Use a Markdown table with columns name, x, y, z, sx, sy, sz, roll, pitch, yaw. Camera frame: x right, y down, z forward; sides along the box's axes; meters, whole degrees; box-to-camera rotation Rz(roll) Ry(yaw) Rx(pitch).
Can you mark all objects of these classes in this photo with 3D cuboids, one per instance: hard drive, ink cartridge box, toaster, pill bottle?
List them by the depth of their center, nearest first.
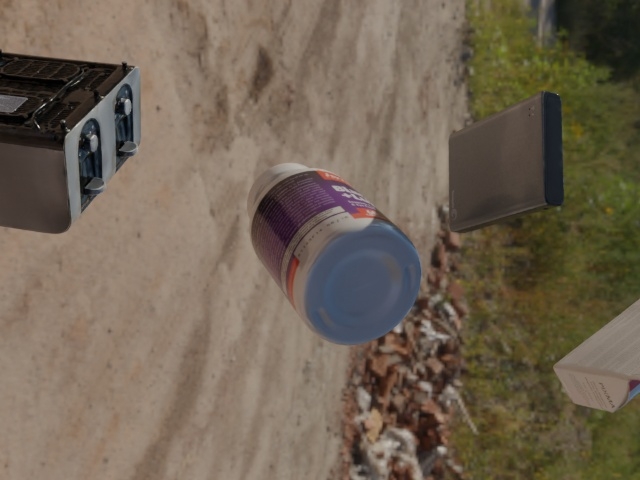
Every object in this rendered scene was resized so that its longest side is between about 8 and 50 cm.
| name | x | y | z | sx | sy | sz | roll | pitch | yaw |
| --- | --- | --- | --- | --- | --- | --- | --- | --- | --- |
| hard drive | 0.157 | -0.063 | 0.754 | 0.135 | 0.022 | 0.094 | 159 | -66 | -63 |
| pill bottle | 0.000 | 0.000 | 0.758 | 0.193 | 0.108 | 0.108 | -132 | -150 | -58 |
| toaster | -0.277 | -0.099 | 0.819 | 0.168 | 0.185 | 0.110 | -69 | 164 | -55 |
| ink cartridge box | 0.363 | 0.101 | 0.865 | 0.066 | 0.189 | 0.232 | 58 | -12 | -8 |
